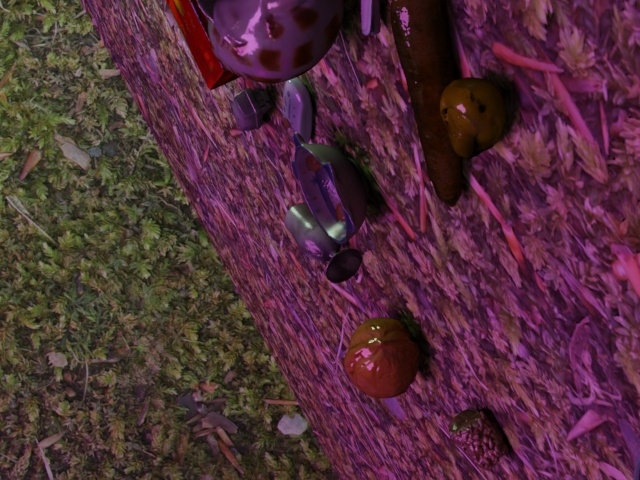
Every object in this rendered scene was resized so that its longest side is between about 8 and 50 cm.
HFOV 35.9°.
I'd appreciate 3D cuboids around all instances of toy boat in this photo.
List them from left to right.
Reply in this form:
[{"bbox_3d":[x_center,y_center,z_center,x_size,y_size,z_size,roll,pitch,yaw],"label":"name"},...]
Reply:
[{"bbox_3d":[-0.151,-0.291,2.207,0.078,0.085,0.260,64,175,0],"label":"toy boat"}]

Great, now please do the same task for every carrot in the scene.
[{"bbox_3d":[0.159,-0.187,1.383,0.074,0.074,0.358,45,157,49],"label":"carrot"}]

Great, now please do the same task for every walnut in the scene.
[{"bbox_3d":[0.126,0.239,2.015,0.159,0.159,0.206,57,168,21],"label":"walnut"}]

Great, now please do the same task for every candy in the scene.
[{"bbox_3d":[0.293,0.367,1.833,0.110,0.085,0.095,52,173,-1],"label":"candy"}]

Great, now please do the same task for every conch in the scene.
[{"bbox_3d":[-0.088,-0.372,1.560,0.249,0.197,0.368,33,129,-3],"label":"conch"}]

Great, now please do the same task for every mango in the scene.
[{"bbox_3d":[0.199,-0.162,1.294,0.091,0.074,0.165,54,175,12],"label":"mango"}]

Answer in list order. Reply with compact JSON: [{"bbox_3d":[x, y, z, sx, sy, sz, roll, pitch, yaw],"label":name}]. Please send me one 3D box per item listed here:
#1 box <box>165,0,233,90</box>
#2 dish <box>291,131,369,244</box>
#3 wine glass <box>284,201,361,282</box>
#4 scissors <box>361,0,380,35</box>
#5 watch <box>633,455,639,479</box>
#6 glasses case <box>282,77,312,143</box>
[{"bbox_3d":[-0.263,-0.506,2.181,0.313,0.089,0.197,65,165,-2],"label":"box"},{"bbox_3d":[0.035,-0.108,1.867,0.236,0.086,0.228,56,162,26],"label":"dish"},{"bbox_3d":[0.000,0.000,2.143,0.202,0.093,0.093,49,159,41],"label":"wine glass"},{"bbox_3d":[0.068,-0.401,1.394,0.125,0.030,0.256,48,156,40],"label":"scissors"},{"bbox_3d":[0.470,0.326,1.212,0.195,0.068,0.237,60,163,17],"label":"watch"},{"bbox_3d":[-0.045,-0.253,1.964,0.067,0.045,0.178,57,164,24],"label":"glasses case"}]
